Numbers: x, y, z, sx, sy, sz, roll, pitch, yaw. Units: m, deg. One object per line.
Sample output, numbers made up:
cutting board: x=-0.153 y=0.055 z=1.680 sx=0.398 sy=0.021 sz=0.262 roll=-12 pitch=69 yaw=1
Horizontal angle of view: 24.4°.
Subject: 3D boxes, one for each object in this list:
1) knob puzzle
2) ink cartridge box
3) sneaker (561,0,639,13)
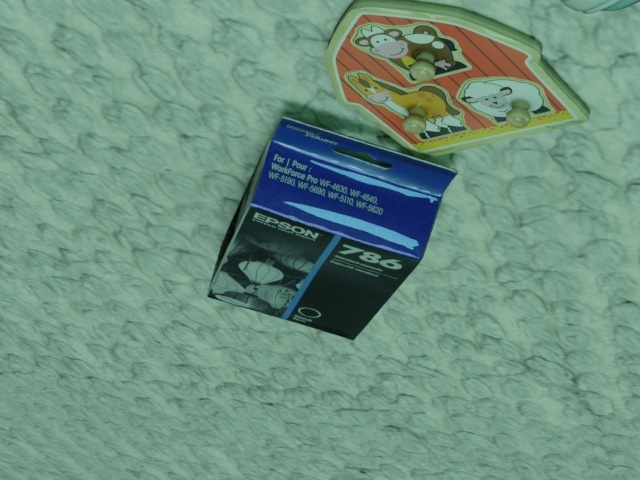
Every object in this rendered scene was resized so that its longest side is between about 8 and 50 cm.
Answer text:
knob puzzle: x=0.086 y=-0.121 z=1.145 sx=0.213 sy=0.030 sz=0.213 roll=12 pitch=155 yaw=6
ink cartridge box: x=0.000 y=0.000 z=1.382 sx=0.165 sy=0.065 sz=0.332 roll=17 pitch=156 yaw=-5
sneaker: x=0.283 y=-0.185 z=0.811 sx=0.208 sy=0.127 sz=0.319 roll=23 pitch=154 yaw=-16
